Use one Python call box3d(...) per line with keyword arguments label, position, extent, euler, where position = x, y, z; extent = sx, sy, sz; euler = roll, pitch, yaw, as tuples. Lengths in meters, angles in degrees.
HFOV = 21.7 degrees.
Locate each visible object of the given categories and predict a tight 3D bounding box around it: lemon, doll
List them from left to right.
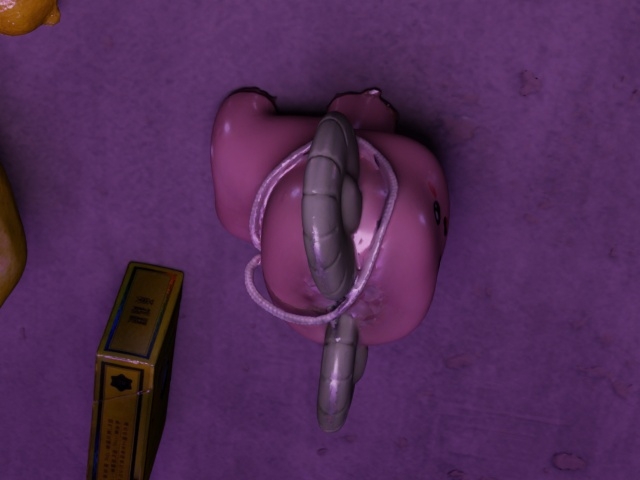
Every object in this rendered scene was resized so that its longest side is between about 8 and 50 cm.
box3d(label="lemon", position=(-0.269, -0.218, 1.420), extent=(0.111, 0.082, 0.082), euler=(39, 125, -12))
box3d(label="doll", position=(0.000, 0.000, 1.422), extent=(0.216, 0.268, 0.284), euler=(1, 128, 7))

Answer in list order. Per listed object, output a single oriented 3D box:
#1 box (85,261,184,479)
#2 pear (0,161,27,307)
box3d(label="box", position=(-0.186, 0.149, 1.655), extent=(0.064, 0.141, 0.220), euler=(10, 129, 2))
box3d(label="pear", position=(-0.415, -0.017, 1.485), extent=(0.294, 0.294, 0.294), euler=(5, 129, 6))
